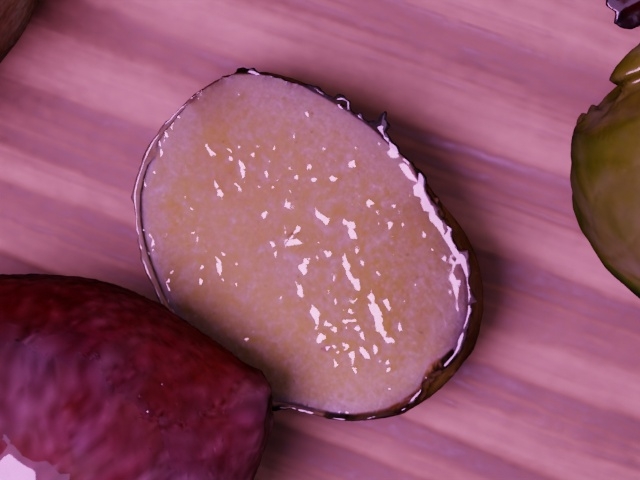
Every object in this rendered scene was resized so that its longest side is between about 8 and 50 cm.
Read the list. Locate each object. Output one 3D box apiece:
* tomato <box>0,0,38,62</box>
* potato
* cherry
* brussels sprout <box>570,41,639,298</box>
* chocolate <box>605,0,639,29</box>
[{"bbox_3d":[-0.283,-0.159,0.950,0.303,0.303,0.239,13,92,9],"label":"tomato"},{"bbox_3d":[0.000,0.000,1.015,0.200,0.081,0.164,43,106,9],"label":"potato"},{"bbox_3d":[-0.158,0.127,0.979,0.300,0.203,0.230,-26,75,20],"label":"cherry"},{"bbox_3d":[0.217,-0.038,0.955,0.183,0.131,0.145,-39,64,9],"label":"brussels sprout"},{"bbox_3d":[0.219,-0.182,0.996,0.182,0.028,0.086,-25,85,11],"label":"chocolate"}]
